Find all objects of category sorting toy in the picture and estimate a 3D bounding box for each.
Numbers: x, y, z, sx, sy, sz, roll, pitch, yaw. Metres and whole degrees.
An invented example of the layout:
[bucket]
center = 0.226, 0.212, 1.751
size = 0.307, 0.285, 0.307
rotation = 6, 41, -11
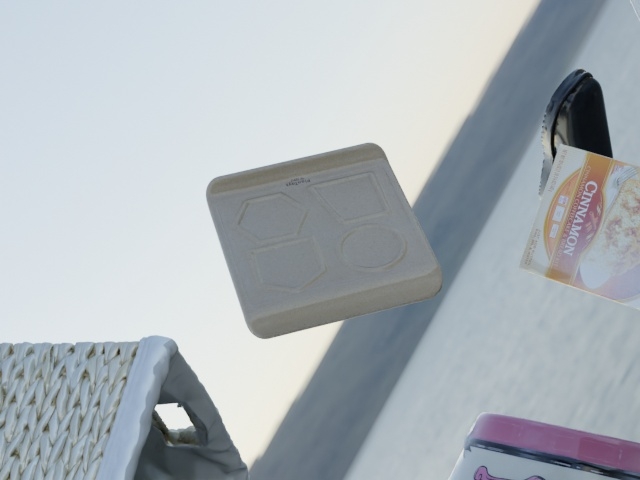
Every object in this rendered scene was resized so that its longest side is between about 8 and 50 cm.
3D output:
[sorting toy]
center = 0.000, 0.000, 1.401
size = 0.038, 0.193, 0.208
rotation = 85, 168, -47

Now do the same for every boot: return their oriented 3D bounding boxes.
[boot]
center = 0.388, -0.087, 1.824
size = 0.094, 0.207, 0.246
rotation = -42, -31, -28

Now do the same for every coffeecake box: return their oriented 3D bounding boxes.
[coffeecake box]
center = 0.323, -0.005, 1.495
size = 0.068, 0.186, 0.142
rotation = 16, -88, -63

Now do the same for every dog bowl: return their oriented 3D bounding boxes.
[dog bowl]
center = 0.364, 0.335, 1.899
size = 0.408, 0.408, 0.150
rotation = 79, -157, -82

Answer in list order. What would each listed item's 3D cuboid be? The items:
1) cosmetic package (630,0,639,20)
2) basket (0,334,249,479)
[cosmetic package]
center = 0.473, -0.171, 1.140
size = 0.329, 0.393, 0.327
rotation = -24, 9, 26
[basket]
center = -0.270, 0.322, 1.595
size = 0.328, 0.267, 0.331
rotation = 68, -153, -50
